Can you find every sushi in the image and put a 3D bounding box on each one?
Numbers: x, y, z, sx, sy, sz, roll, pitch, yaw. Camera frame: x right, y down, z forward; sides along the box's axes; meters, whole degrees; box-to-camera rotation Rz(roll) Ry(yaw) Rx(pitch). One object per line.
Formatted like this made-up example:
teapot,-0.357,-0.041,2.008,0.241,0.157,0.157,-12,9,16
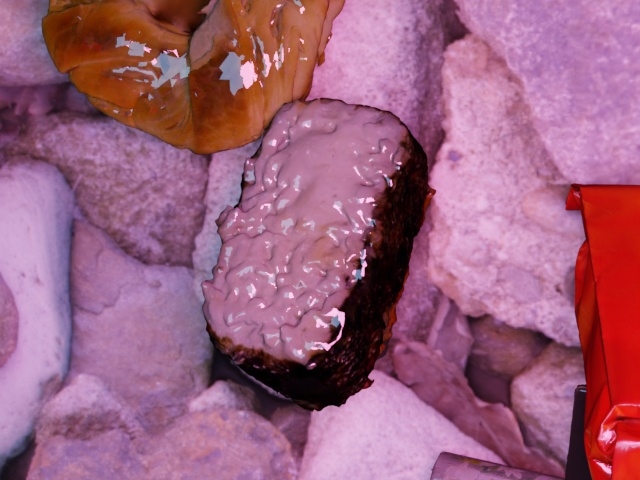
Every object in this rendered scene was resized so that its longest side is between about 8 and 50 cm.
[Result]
sushi,0.000,0.000,1.508,0.196,0.182,0.343,13,71,16

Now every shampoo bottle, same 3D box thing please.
shampoo bottle,0.226,0.283,1.567,0.214,0.072,0.072,11,97,16

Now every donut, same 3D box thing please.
donut,-0.137,-0.269,1.589,0.360,0.170,0.360,2,95,20

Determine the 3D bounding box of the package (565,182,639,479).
package,0.338,0.083,1.348,0.196,0.423,0.123,2,135,3

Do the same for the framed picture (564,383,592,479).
framed picture,0.372,0.300,1.455,0.265,0.016,0.347,12,131,18

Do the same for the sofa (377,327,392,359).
sofa,0.000,0.097,1.616,0.147,0.085,0.060,18,97,15
